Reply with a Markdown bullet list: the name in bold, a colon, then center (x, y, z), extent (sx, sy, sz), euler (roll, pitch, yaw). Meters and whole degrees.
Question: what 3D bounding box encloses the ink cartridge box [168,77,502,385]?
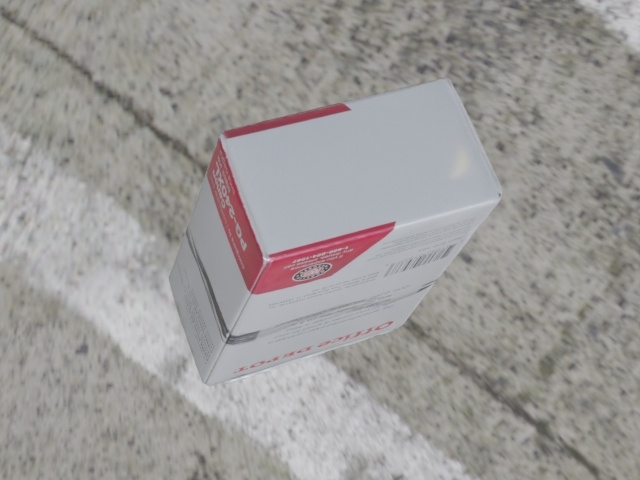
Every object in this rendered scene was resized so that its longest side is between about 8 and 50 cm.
- **ink cartridge box**: center (0.000, 0.000, 0.699), extent (0.109, 0.150, 0.063), euler (-16, 71, -21)
